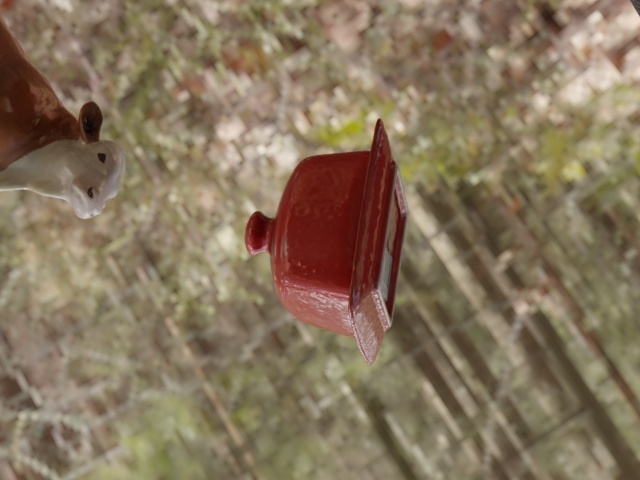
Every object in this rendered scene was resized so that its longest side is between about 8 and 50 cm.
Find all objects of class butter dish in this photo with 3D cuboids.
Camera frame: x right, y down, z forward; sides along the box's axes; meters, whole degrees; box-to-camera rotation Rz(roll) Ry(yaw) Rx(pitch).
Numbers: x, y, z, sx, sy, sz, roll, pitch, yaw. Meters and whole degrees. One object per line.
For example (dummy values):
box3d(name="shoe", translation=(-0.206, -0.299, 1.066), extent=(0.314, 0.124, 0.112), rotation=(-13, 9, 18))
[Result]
box3d(name="butter dish", translation=(0.000, 0.000, 1.445), extent=(0.118, 0.160, 0.160), rotation=(5, 161, 9))

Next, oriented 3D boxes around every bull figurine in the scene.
box3d(name="bull figurine", translation=(-0.289, -0.117, 1.483), extent=(0.188, 0.310, 0.101), rotation=(-20, 155, -33))

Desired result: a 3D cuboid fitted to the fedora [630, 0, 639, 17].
box3d(name="fedora", translation=(0.259, -0.195, 1.017), extent=(0.124, 0.244, 0.275), rotation=(-27, 151, -11))
